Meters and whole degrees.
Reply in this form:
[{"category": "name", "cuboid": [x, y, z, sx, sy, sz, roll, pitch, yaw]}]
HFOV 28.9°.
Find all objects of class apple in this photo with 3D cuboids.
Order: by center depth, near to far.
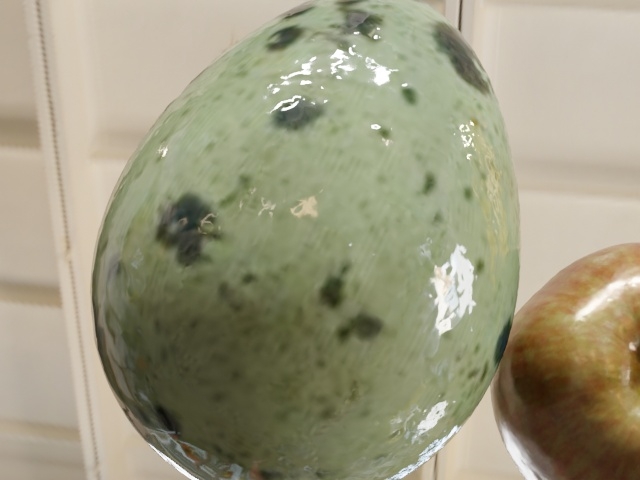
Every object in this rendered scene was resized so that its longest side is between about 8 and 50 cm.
[{"category": "apple", "cuboid": [0.151, 0.073, 0.577, 0.146, 0.131, 0.146, -2, -104, 10]}]

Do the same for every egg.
[{"category": "egg", "cuboid": [0.000, 0.000, 0.527, 0.177, 0.228, 0.177, 21, -13, 5]}]
